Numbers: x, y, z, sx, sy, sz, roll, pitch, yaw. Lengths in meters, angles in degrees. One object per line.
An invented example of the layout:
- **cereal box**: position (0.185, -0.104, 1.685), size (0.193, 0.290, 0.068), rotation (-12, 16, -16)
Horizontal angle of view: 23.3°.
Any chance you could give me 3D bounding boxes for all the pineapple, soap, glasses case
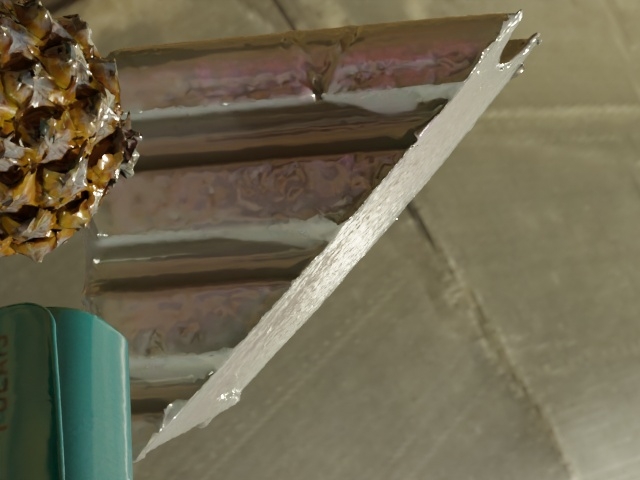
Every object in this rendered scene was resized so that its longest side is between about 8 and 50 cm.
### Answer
- **pineapple**: position (-0.147, -0.051, 0.435), size (0.221, 0.083, 0.103), rotation (14, 67, -32)
- **soap**: position (0.000, 0.000, 0.995), size (0.159, 0.302, 0.258), rotation (19, 66, -79)
- **glasses case**: position (-0.134, 0.167, 0.613), size (0.070, 0.117, 0.301), rotation (50, 24, -45)
